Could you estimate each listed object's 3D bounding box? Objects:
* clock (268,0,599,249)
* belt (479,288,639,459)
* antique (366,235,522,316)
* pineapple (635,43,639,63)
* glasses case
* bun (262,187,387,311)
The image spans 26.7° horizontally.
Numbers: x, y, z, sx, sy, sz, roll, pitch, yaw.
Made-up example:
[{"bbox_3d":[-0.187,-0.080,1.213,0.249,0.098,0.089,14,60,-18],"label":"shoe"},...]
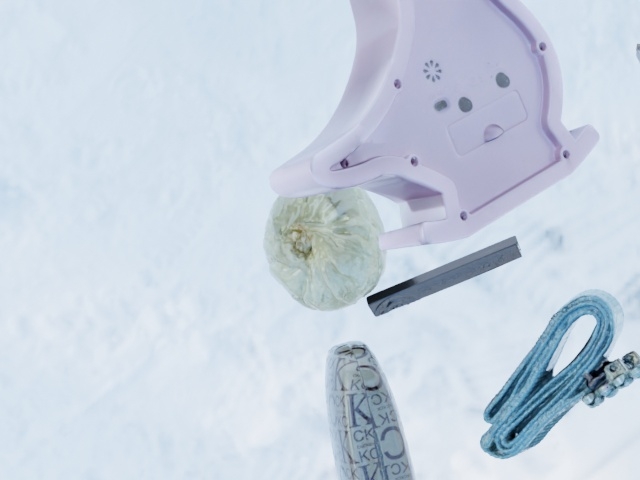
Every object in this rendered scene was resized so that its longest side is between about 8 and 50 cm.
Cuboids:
[{"bbox_3d":[0.073,-0.128,1.163,0.080,0.290,0.275,-13,107,58],"label":"clock"},{"bbox_3d":[0.216,0.131,1.184,0.100,0.065,0.179,43,114,17],"label":"belt"},{"bbox_3d":[0.146,0.044,1.590,0.192,0.015,0.031,-23,137,10],"label":"antique"},{"bbox_3d":[0.408,-0.226,1.409,0.159,0.074,0.074,-39,113,0],"label":"pineapple"},{"bbox_3d":[0.068,0.290,1.553,0.085,0.137,0.355,-13,95,-9],"label":"glasses case"},{"bbox_3d":[0.000,0.000,1.613,0.111,0.188,0.164,23,118,-39],"label":"bun"}]
